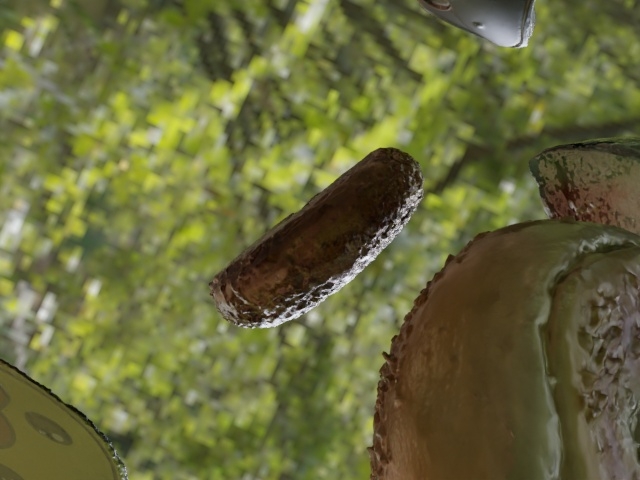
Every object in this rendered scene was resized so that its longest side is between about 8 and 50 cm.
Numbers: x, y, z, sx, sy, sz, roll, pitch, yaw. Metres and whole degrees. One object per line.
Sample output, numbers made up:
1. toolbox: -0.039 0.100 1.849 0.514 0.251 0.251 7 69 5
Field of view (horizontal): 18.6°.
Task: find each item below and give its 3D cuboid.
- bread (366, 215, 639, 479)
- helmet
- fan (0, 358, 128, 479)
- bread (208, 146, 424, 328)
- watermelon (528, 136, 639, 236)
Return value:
1. bread: 0.135 0.140 1.062 0.158 0.305 0.305 -18 -149 31
2. helmet: 0.155 -0.296 1.810 0.216 0.193 0.189 1 -121 57
3. fan: -0.279 0.125 1.492 0.011 0.335 0.229 -58 -174 -33
4. bread: 0.000 0.000 1.461 0.193 0.064 0.193 -38 -174 5
5. watermelon: 0.290 0.052 1.363 0.289 0.320 0.214 1 120 -63
